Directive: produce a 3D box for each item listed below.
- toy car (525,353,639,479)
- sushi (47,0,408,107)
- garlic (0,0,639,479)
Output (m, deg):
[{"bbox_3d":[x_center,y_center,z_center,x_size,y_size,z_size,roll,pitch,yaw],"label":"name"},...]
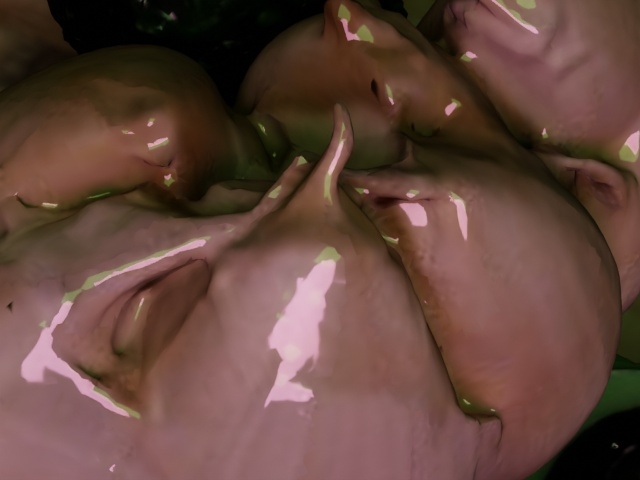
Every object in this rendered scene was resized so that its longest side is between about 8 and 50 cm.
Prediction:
[{"bbox_3d":[0.067,0.114,0.689,0.359,0.213,0.176,9,57,-2],"label":"toy car"},{"bbox_3d":[-0.042,-0.111,0.648,0.124,0.225,0.127,-21,89,3],"label":"sushi"},{"bbox_3d":[0.001,0.016,0.507,0.281,0.203,0.184,-15,73,-19],"label":"garlic"}]
